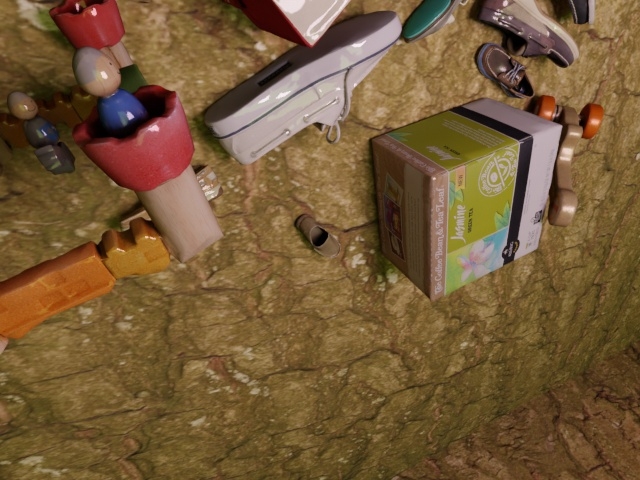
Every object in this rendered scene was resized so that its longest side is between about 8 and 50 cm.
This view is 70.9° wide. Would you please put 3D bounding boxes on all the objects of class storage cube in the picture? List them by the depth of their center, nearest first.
[{"bbox_3d":[-0.050,-0.409,0.615,0.215,0.193,0.184,-49,131,6],"label":"storage cube"}]

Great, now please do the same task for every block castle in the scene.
[{"bbox_3d":[-0.321,-0.127,0.480,0.303,0.453,0.212,-27,137,-12],"label":"block castle"}]

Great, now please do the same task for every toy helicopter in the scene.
[{"bbox_3d":[0.560,-0.163,1.078,0.140,0.354,0.234,13,143,8],"label":"toy helicopter"}]

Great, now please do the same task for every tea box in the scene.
[{"bbox_3d":[0.313,-0.097,1.013,0.324,0.220,0.328,-23,129,-14],"label":"tea box"}]

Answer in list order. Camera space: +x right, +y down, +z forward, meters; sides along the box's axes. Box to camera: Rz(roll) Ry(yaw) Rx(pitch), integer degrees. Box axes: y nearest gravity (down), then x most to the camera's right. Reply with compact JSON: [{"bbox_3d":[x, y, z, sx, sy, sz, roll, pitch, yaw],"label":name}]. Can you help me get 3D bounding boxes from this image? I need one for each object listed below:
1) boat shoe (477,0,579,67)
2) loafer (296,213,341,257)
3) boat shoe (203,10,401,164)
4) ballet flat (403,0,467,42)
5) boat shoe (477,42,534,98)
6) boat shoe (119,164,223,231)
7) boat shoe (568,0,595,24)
[{"bbox_3d":[0.433,-0.433,0.945,0.286,0.102,0.092,19,114,-33],"label":"boat shoe"},{"bbox_3d":[0.000,0.000,1.007,0.056,0.050,0.148,-46,131,4],"label":"loafer"},{"bbox_3d":[-0.007,-0.245,0.788,0.367,0.135,0.156,-34,131,-2],"label":"boat shoe"},{"bbox_3d":[0.242,-0.447,0.841,0.068,0.072,0.213,27,104,-44],"label":"ballet flat"},{"bbox_3d":[0.419,-0.373,0.993,0.183,0.066,0.066,18,109,-37],"label":"boat shoe"},{"bbox_3d":[-0.272,-0.078,0.798,0.190,0.068,0.072,-31,119,-21],"label":"boat shoe"},{"bbox_3d":[0.492,-0.562,0.900,0.302,0.091,0.114,51,44,-40],"label":"boat shoe"}]
